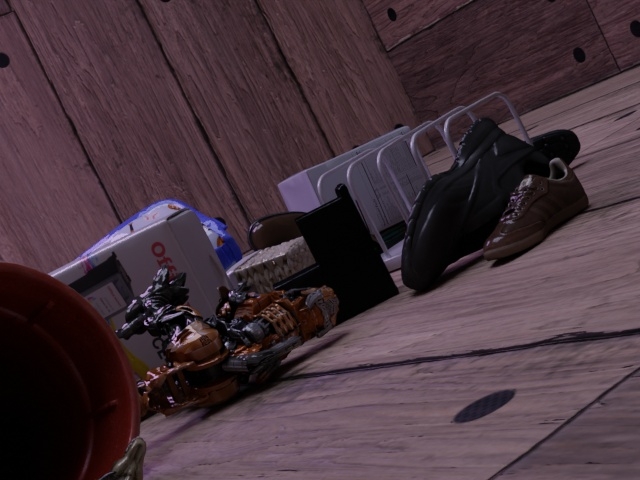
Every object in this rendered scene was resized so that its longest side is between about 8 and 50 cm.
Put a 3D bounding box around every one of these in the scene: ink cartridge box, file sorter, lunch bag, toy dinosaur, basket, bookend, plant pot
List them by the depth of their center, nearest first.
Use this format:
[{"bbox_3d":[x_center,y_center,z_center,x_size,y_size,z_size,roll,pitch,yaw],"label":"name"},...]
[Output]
[{"bbox_3d":[-0.206,0.240,0.949,0.268,0.064,0.118,-34,1,-43],"label":"toy dinosaur"},{"bbox_3d":[-0.368,0.199,1.225,0.265,0.272,0.272,-34,-2,40],"label":"plant pot"},{"bbox_3d":[-0.139,0.125,1.405,0.321,0.165,0.218,-5,10,-29],"label":"toy dinosaur"},{"bbox_3d":[-0.005,0.031,1.560,0.157,0.156,0.072,-28,5,-2],"label":"bookend"},{"bbox_3d":[-0.275,0.120,1.665,0.306,0.226,0.131,-26,5,13],"label":"ink cartridge box"},{"bbox_3d":[-0.057,0.067,1.769,0.103,0.113,0.167,-21,6,16],"label":"basket"},{"bbox_3d":[0.165,-0.081,1.775,0.277,0.173,0.193,-22,7,44],"label":"file sorter"},{"bbox_3d":[-0.332,0.101,2.134,0.327,0.239,0.385,-37,10,-22],"label":"lunch bag"}]

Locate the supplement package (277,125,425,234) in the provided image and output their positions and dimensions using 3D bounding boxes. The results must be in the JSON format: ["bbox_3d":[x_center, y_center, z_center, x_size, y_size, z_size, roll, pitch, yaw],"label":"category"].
[{"bbox_3d":[0.064,-0.083,2.104,0.203,0.149,0.194,-25,3,-18],"label":"supplement package"}]

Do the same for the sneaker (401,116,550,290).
[{"bbox_3d":[0.197,-0.040,1.507,0.286,0.130,0.109,-53,-22,-31],"label":"sneaker"}]

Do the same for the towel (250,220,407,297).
[{"bbox_3d":[-0.001,0.050,2.114,0.370,0.040,0.271,-30,6,-35],"label":"towel"}]

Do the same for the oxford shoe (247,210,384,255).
[{"bbox_3d":[0.000,0.000,1.876,0.227,0.083,0.096,5,2,-16],"label":"oxford shoe"}]

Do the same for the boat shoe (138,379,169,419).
[{"bbox_3d":[-0.259,0.218,1.561,0.135,0.050,0.045,-28,10,-20],"label":"boat shoe"}]

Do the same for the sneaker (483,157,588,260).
[{"bbox_3d":[0.244,-0.037,1.431,0.188,0.071,0.066,-30,5,-41],"label":"sneaker"}]

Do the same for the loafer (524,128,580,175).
[{"bbox_3d":[0.306,-0.111,1.914,0.223,0.076,0.078,-30,12,0],"label":"loafer"}]
